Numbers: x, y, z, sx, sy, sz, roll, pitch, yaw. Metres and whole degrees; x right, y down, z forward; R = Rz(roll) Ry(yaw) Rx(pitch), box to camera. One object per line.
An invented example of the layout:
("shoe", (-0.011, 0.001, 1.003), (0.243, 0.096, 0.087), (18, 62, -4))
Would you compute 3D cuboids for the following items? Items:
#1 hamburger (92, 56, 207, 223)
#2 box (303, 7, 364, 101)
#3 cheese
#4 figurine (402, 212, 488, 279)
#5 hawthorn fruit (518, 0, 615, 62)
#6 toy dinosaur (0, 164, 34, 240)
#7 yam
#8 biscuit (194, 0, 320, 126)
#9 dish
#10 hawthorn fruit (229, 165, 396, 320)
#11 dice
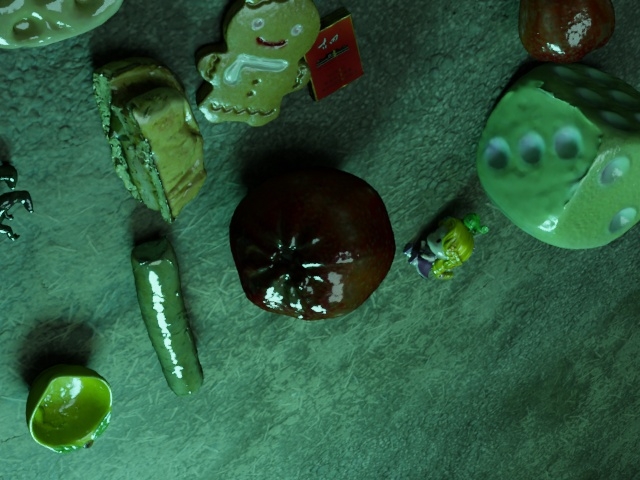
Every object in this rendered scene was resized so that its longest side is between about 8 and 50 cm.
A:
("hamburger", (-0.233, -0.156, 1.689), (0.131, 0.124, 0.262), (-44, 152, -23))
("box", (0.014, -0.278, 1.830), (0.090, 0.023, 0.133), (-31, 144, -11))
("cheese", (-0.325, -0.329, 1.411), (0.235, 0.117, 0.218), (-43, 145, 5))
("figurine", (0.249, 0.013, 2.282), (0.156, 0.095, 0.115), (-42, 133, 13))
("hawthorn fruit", (0.385, -0.388, 1.937), (0.162, 0.162, 0.204), (-27, 125, -13))
("toy dinosaur", (-0.483, -0.038, 1.622), (0.178, 0.087, 0.187), (-12, 136, -32))
("yam", (-0.252, 0.133, 2.009), (0.083, 0.083, 0.372), (-24, 141, -17))
("biscuit", (-0.084, -0.264, 1.731), (0.184, 0.035, 0.249), (4, 130, -33))
("dish", (-0.423, 0.263, 2.007), (0.148, 0.080, 0.208), (-29, 142, -18))
("hawthorn fruit", (0.000, 0.000, 1.964), (0.254, 0.254, 0.300), (-53, 169, 20))
("dice", (0.445, -0.148, 2.139), (0.254, 0.252, 0.250), (-4, 131, -38))
